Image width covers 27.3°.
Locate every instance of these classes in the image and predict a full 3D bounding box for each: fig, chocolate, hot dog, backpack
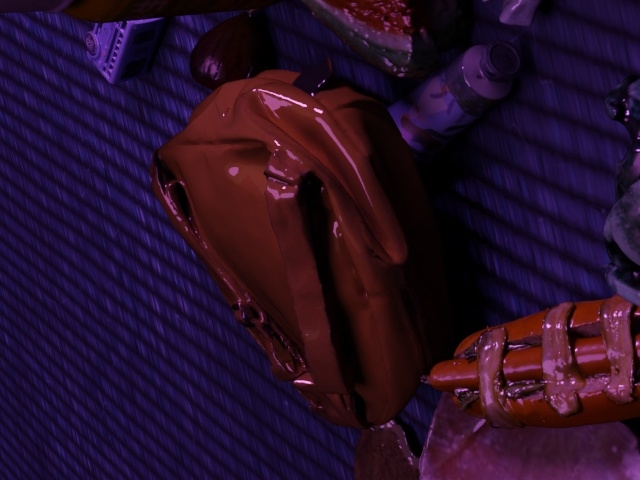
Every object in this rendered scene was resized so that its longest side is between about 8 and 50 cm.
[{"bbox_3d":[-0.095,-0.226,1.505,0.089,0.088,0.125,32,102,43],"label":"fig"},{"bbox_3d":[0.214,0.221,1.235,0.254,0.080,0.157,21,91,46],"label":"chocolate"},{"bbox_3d":[0.206,0.112,1.171,0.269,0.072,0.109,-14,65,40],"label":"hot dog"},{"bbox_3d":[-0.006,0.002,1.346,0.353,0.201,0.378,19,134,57],"label":"backpack"}]

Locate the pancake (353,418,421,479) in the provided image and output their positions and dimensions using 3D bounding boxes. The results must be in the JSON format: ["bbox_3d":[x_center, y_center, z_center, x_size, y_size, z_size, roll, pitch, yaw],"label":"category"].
[{"bbox_3d":[0.133,0.295,1.433,0.288,0.033,0.286,42,135,37],"label":"pancake"}]

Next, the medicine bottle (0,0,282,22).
[{"bbox_3d":[-0.205,-0.333,1.326,0.224,0.384,0.224,20,115,50],"label":"medicine bottle"}]

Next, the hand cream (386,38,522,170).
[{"bbox_3d":[0.114,-0.121,1.281,0.088,0.055,0.256,62,151,5],"label":"hand cream"}]

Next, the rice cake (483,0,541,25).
[{"bbox_3d":[0.100,-0.329,1.195,0.336,0.063,0.066,57,145,22],"label":"rice cake"}]

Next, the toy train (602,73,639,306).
[{"bbox_3d":[0.313,-0.030,0.835,0.238,0.299,0.167,18,120,35],"label":"toy train"}]

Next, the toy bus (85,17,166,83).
[{"bbox_3d":[-0.240,-0.278,1.677,0.076,0.073,0.167,56,145,19],"label":"toy bus"}]

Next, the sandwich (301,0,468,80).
[{"bbox_3d":[0.054,-0.255,1.225,0.184,0.109,0.160,40,151,31],"label":"sandwich"}]
